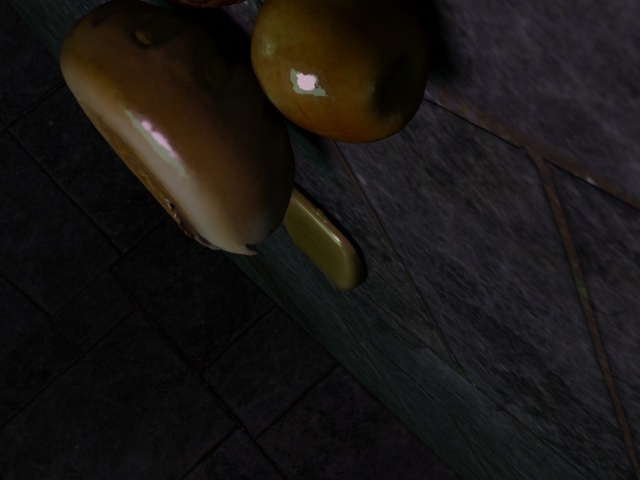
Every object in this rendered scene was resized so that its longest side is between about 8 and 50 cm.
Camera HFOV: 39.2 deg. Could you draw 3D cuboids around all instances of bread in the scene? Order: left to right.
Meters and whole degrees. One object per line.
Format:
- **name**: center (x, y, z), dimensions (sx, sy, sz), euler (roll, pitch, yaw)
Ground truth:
- **bread**: center (-0.144, -0.131, 0.975), dimensions (0.333, 0.160, 0.333), euler (45, 169, 12)

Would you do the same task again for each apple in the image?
- **apple**: center (0.014, -0.108, 0.542), dimensions (0.102, 0.099, 0.114), euler (36, 162, 42)

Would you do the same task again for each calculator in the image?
- **calculator**: center (0.000, 0.000, 1.263), dimensions (0.157, 0.033, 0.236), euler (46, 169, 15)

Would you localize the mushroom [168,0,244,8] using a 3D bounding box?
- **mushroom**: center (-0.064, -0.188, 0.557), dimensions (0.085, 0.109, 0.126), euler (42, -173, 3)
